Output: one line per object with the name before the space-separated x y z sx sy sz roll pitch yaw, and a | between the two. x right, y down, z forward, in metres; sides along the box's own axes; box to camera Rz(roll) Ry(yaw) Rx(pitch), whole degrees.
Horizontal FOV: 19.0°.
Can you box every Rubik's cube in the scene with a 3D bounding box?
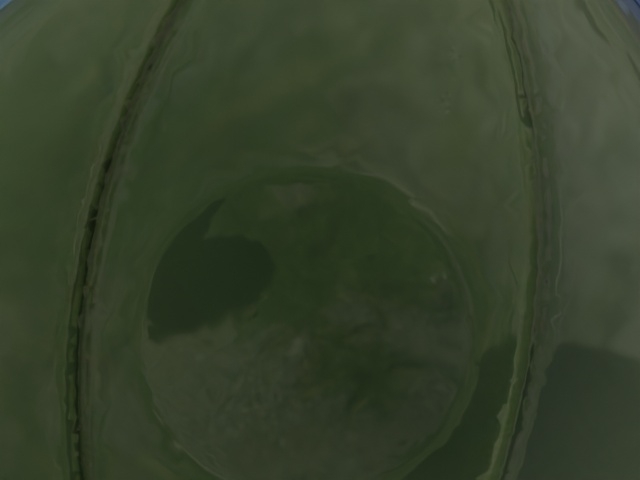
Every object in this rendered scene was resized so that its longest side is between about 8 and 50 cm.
Rubik's cube | 0.000 0.000 0.870 0.351 0.352 0.347 -36 -82 6
